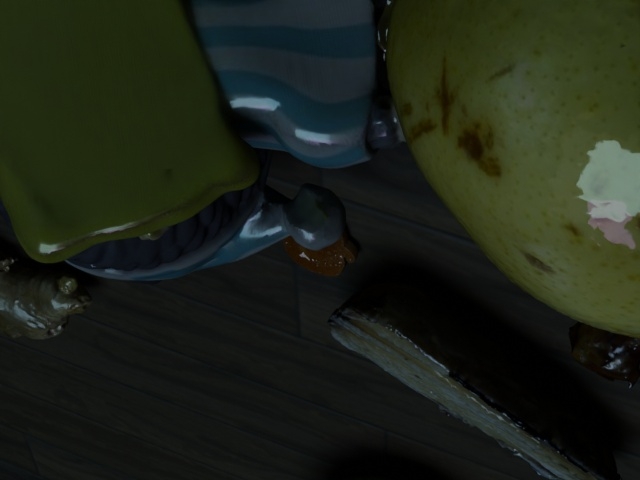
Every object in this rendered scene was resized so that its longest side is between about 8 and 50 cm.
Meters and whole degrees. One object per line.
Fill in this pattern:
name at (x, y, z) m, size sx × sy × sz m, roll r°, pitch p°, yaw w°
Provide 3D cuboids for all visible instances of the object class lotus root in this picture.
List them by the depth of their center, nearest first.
lotus root at (0.163, 0.135, 1.315) m, size 0.329 × 0.078 × 0.167 m, roll 35°, pitch 168°, yaw -9°

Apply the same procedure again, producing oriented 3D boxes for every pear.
pear at (0.195, -0.094, 0.821) m, size 0.309 × 0.309 × 0.309 m, roll 20°, pitch 144°, yaw 15°

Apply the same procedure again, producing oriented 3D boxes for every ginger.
ginger at (-0.354, 0.064, 1.603) m, size 0.213 × 0.074 × 0.137 m, roll 14°, pitch 142°, yaw 13°

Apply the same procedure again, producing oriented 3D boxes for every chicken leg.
chicken leg at (0.311, 0.057, 1.105) m, size 0.304 × 0.093 × 0.113 m, roll -17°, pitch 106°, yaw 56°

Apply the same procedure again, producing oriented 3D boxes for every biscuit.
biscuit at (0.000, 0.000, 1.310) m, size 0.078 × 0.015 × 0.091 m, roll 20°, pitch 144°, yaw 13°

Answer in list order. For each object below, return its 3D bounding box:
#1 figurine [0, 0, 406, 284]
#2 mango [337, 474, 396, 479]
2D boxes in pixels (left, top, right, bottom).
figurine at (-0.088, -0.101, 1.151) m, size 0.361 × 0.266 × 0.378 m, roll -4°, pitch 172°, yaw 5°
mango at (0.039, 0.375, 1.622) m, size 0.192 × 0.156 × 0.343 m, roll 38°, pitch 147°, yaw -5°
